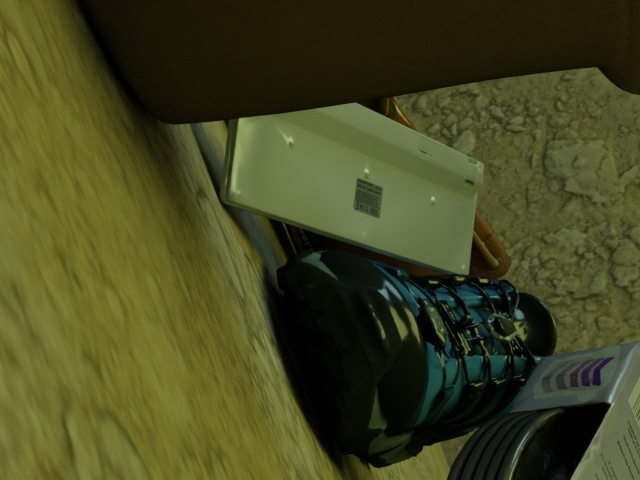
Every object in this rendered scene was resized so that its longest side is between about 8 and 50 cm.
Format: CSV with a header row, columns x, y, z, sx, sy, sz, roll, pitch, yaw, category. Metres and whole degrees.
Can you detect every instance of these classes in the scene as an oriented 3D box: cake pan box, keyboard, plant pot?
x,y,z,sx,sy,sz,roll,pitch,yaw,category
0.139,0.212,0.770,0.246,0.070,0.267,-49,120,-55,cake pan box
0.025,-0.032,0.831,0.256,0.014,0.072,17,83,-57,keyboard
0.017,-0.152,0.589,0.263,0.229,0.263,-22,90,-86,plant pot

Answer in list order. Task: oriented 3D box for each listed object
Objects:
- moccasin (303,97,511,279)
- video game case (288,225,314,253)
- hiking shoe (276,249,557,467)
x,y,z,sx,sy,sz,roll,pitch,yaw,category
0.016,-0.110,0.952,0.380,0.147,0.139,63,-1,-23,moccasin
0.000,0.000,1.170,0.204,0.025,0.285,-100,168,-75,video game case
0.060,0.050,0.856,0.304,0.132,0.113,53,16,-79,hiking shoe
